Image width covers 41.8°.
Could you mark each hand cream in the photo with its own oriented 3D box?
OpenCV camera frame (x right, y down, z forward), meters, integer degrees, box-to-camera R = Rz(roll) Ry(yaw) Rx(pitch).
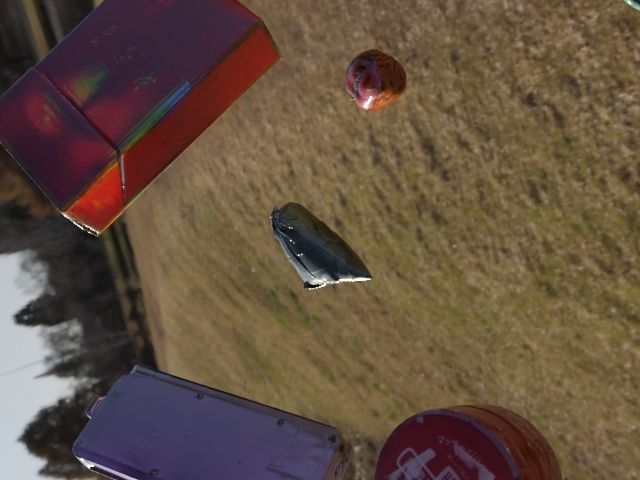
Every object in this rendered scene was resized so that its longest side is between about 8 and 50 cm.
[{"bbox_3d":[0.199,0.330,1.118,0.230,0.149,0.230,-3,84,38],"label":"hand cream"}]

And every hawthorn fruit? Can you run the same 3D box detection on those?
[{"bbox_3d":[0.076,-0.228,1.204,0.093,0.093,0.093,160,90,-75],"label":"hawthorn fruit"}]

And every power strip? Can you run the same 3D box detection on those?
[{"bbox_3d":[-0.105,0.194,0.777,0.279,0.109,0.037,11,143,29],"label":"power strip"}]

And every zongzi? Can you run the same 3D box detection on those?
[{"bbox_3d":[0.000,0.000,0.920,0.109,0.055,0.119,57,153,-12],"label":"zongzi"}]

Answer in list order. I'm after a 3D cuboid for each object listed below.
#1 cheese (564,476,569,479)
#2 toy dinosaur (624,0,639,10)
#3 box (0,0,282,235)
[{"bbox_3d":[0.398,0.401,1.186,0.156,0.064,0.250,53,-178,-3],"label":"cheese"},{"bbox_3d":[0.814,-0.469,1.795,0.331,0.129,0.383,35,-172,-15],"label":"toy dinosaur"},{"bbox_3d":[-0.227,-0.184,1.002,0.197,0.313,0.089,43,176,26],"label":"box"}]
